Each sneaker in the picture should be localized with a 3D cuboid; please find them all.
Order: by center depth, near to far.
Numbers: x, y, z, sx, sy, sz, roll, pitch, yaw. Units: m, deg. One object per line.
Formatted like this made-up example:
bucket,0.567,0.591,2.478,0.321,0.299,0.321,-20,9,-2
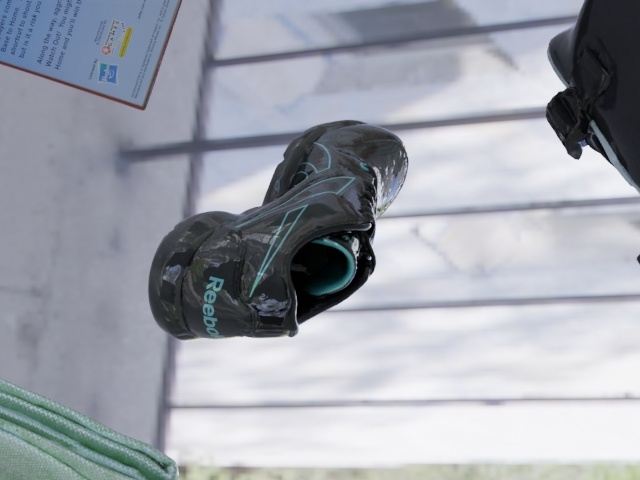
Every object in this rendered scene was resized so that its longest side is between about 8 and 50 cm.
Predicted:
sneaker,0.000,0.000,1.150,0.267,0.106,0.101,-40,131,-47

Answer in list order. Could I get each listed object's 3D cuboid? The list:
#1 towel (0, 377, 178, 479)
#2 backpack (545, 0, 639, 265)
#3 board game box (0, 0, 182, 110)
towel,-0.192,0.170,0.703,0.038,0.248,0.325,-57,166,-54
backpack,0.257,-0.069,0.746,0.253,0.191,0.225,8,38,-34
board game box,-0.115,-0.223,0.895,0.145,0.027,0.281,17,99,-20
